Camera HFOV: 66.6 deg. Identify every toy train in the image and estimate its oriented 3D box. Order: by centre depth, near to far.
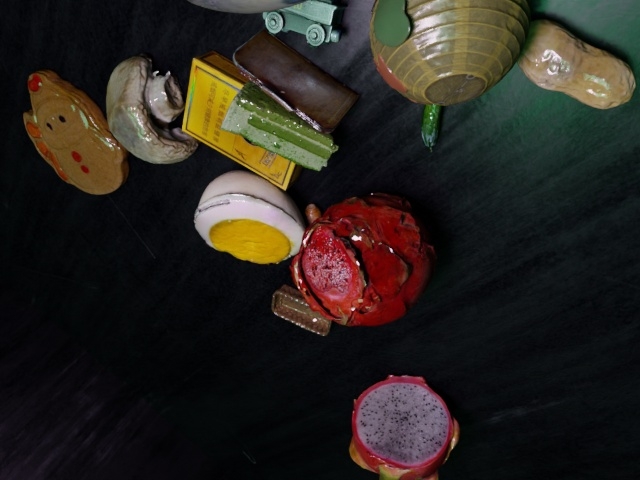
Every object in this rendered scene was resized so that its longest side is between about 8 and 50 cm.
[{"bbox_3d":[-0.033,-0.440,0.946,0.172,0.070,0.099,23,124,14],"label":"toy train"}]

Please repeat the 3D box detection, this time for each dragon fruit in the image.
[{"bbox_3d":[0.099,0.038,1.070,0.296,0.302,0.295,19,130,25],"label":"dragon fruit"},{"bbox_3d":[0.234,0.560,1.390,0.306,0.305,0.225,13,135,21],"label":"dragon fruit"}]

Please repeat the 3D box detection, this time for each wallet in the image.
[{"bbox_3d":[-0.055,-0.326,0.997,0.255,0.137,0.031,36,152,2],"label":"wallet"}]

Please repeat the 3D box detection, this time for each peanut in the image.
[{"bbox_3d":[0.411,-0.284,0.800,0.214,0.099,0.099,28,132,2],"label":"peanut"}]

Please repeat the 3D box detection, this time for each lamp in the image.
[{"bbox_3d":[0.197,-0.362,0.773,0.250,0.250,0.284,-9,77,34],"label":"lamp"}]

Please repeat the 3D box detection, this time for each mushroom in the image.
[{"bbox_3d":[-0.442,-0.306,1.208,0.190,0.164,0.267,0,123,28],"label":"mushroom"}]

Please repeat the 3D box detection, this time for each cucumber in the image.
[{"bbox_3d":[0.221,-0.249,0.960,0.039,0.039,0.167,17,128,18],"label":"cucumber"}]

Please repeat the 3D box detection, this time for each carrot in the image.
[{"bbox_3d":[0.000,0.000,1.269,0.048,0.048,0.216,3,129,28],"label":"carrot"}]

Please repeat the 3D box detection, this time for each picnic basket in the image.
[{"bbox_3d":[-0.049,0.203,1.433,0.193,0.055,0.110,22,132,13],"label":"picnic basket"}]

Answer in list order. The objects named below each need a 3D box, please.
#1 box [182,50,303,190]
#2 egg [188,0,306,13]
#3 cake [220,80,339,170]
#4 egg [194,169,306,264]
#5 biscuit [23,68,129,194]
[{"bbox_3d":[-0.164,-0.274,1.127,0.302,0.084,0.192,30,132,7],"label":"box"},{"bbox_3d":[-0.122,-0.529,0.742,0.428,0.345,0.345,21,131,4],"label":"egg"},{"bbox_3d":[-0.087,-0.220,1.005,0.235,0.099,0.100,36,132,-1],"label":"cake"},{"bbox_3d":[-0.161,-0.071,1.229,0.286,0.174,0.264,26,142,-21],"label":"egg"},{"bbox_3d":[-0.732,-0.309,1.441,0.359,0.074,0.381,-9,121,32],"label":"biscuit"}]
